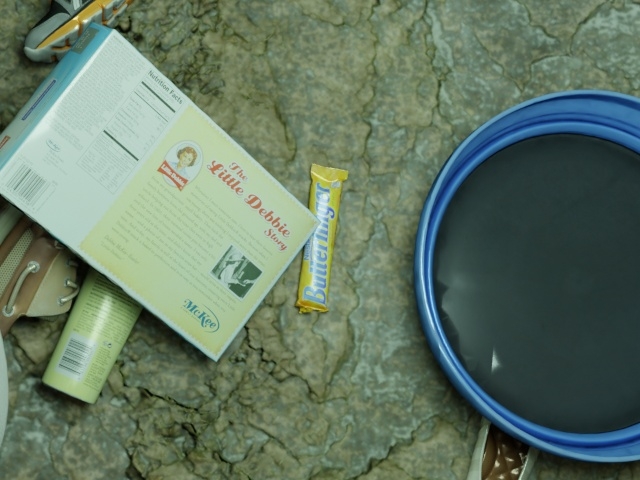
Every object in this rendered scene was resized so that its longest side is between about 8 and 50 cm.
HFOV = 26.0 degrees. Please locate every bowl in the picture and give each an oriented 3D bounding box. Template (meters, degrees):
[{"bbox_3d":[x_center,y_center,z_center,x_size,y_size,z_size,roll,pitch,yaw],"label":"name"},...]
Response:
[{"bbox_3d":[0.282,0.037,1.463,0.391,0.077,0.391,2,79,-11],"label":"bowl"}]

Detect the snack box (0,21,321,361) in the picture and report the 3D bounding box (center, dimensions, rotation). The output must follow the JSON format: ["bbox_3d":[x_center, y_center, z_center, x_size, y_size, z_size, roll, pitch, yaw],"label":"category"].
[{"bbox_3d":[-0.162,-0.041,1.373,0.322,0.060,0.187,43,80,-35],"label":"snack box"}]

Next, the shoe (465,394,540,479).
[{"bbox_3d":[0.202,0.221,1.480,0.077,0.058,0.219,19,85,-5],"label":"shoe"}]

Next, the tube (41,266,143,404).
[{"bbox_3d":[-0.213,0.051,1.448,0.062,0.070,0.240,19,81,28],"label":"tube"}]

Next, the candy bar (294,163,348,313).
[{"bbox_3d":[0.000,0.000,1.490,0.040,0.018,0.161,8,86,-6],"label":"candy bar"}]

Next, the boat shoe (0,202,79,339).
[{"bbox_3d":[-0.299,0.030,1.414,0.116,0.123,0.324,43,93,-6],"label":"boat shoe"}]

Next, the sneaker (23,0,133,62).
[{"bbox_3d":[-0.237,-0.271,1.451,0.083,0.084,0.215,43,74,-1],"label":"sneaker"}]

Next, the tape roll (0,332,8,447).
[{"bbox_3d":[-0.490,0.138,1.339,0.392,0.072,0.392,1,92,14],"label":"tape roll"}]
